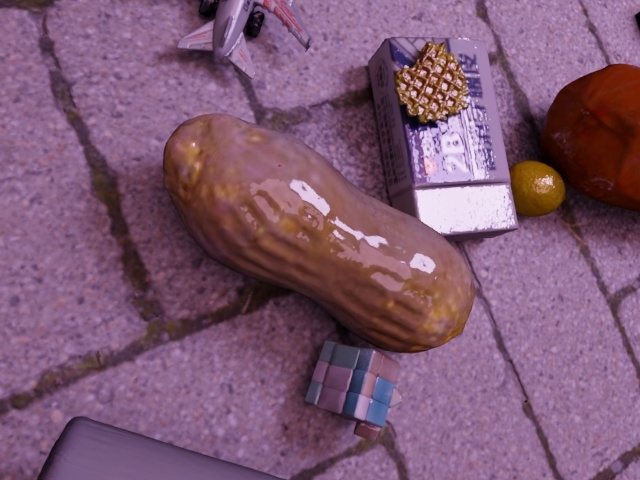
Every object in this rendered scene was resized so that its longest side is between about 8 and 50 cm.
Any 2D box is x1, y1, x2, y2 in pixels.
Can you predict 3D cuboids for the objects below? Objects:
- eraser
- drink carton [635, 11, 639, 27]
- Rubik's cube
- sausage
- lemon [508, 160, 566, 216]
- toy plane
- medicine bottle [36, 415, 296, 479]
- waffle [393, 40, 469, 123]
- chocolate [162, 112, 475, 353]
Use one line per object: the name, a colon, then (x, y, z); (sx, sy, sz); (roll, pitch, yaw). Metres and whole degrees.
eraser: (0.130, -0.105, 0.635); (0.124, 0.068, 0.210); (-5, 82, -21)
drink carton: (0.531, -0.319, 0.833); (0.165, 0.071, 0.056); (-16, 82, -22)
Rubik's cube: (0.034, 0.133, 0.547); (0.073, 0.084, 0.075); (33, 84, -40)
sausage: (0.386, -0.108, 0.686); (0.268, 0.153, 0.141); (9, 39, -19)
lemon: (0.234, -0.058, 0.668); (0.083, 0.062, 0.062); (18, 72, 3)
toy plane: (-0.078, -0.249, 0.586); (0.162, 0.065, 0.171); (19, 71, -16)
medicine bottle: (-0.097, 0.259, 0.379); (0.232, 0.238, 0.238); (23, 71, -13)
waffle: (0.110, -0.155, 0.593); (0.085, 0.016, 0.078); (-32, 90, -19)
chocolate: (0.000, 0.000, 0.529); (0.309, 0.134, 0.134); (32, 69, -14)
